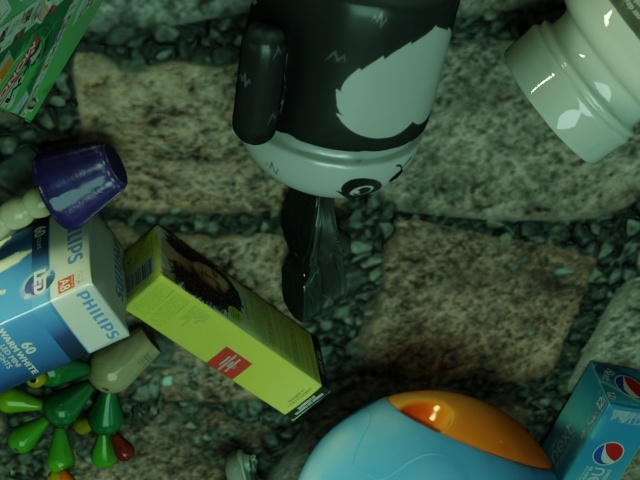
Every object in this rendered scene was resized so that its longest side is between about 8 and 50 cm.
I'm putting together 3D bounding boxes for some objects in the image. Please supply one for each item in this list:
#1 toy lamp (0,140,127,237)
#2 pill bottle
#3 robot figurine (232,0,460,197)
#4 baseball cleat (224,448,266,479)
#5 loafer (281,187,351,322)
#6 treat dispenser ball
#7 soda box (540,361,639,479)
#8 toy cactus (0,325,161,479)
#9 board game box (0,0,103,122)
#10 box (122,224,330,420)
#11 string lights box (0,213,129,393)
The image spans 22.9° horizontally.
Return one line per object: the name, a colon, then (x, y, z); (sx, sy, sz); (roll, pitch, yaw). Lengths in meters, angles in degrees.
toy lamp: (-0.307, -0.014, 1.446); (0.275, 0.080, 0.080); (-24, 127, 9)
pill bottle: (0.321, -0.210, 1.347); (0.318, 0.176, 0.176); (-38, 124, 18)
robot figurine: (0.024, -0.167, 1.326); (0.209, 0.173, 0.278); (4, 126, -13)
baseball cleat: (-0.098, 0.317, 1.741); (0.109, 0.072, 0.206); (-11, 125, 6)
loafer: (0.000, 0.000, 1.532); (0.061, 0.062, 0.170); (-17, 135, -25)
treat dispenser ball: (0.111, 0.297, 1.625); (0.288, 0.288, 0.288); (-5, 128, -7)
soda box: (0.293, 0.237, 1.749); (0.067, 0.071, 0.210); (12, 124, -19)
toy cactus: (-0.240, 0.156, 1.576); (0.180, 0.112, 0.219); (-38, 125, 1)
board game box: (-0.185, -0.246, 1.147); (0.046, 0.213, 0.317); (31, 91, 11)
box: (-0.092, 0.084, 1.554); (0.058, 0.087, 0.232); (-40, 125, 19)
string lights box: (-0.311, 0.076, 1.477); (0.260, 0.133, 0.076); (-25, 127, 8)
